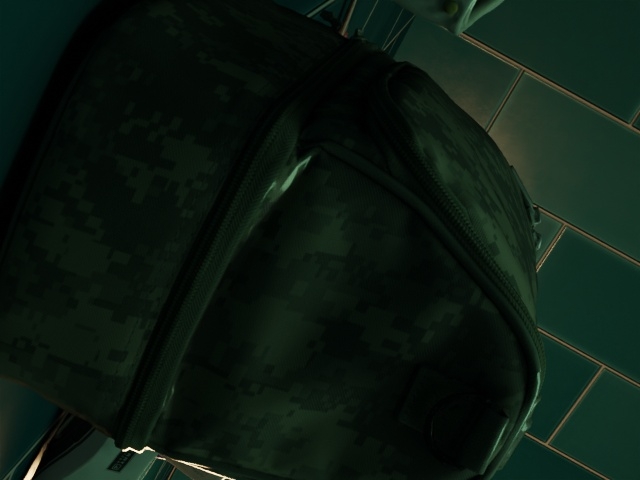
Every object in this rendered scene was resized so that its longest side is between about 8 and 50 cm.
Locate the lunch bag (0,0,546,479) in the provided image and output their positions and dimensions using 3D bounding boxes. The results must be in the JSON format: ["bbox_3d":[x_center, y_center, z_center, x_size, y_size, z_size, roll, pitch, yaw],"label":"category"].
[{"bbox_3d":[0.000,0.000,0.593,0.212,0.256,0.305,-61,179,17],"label":"lunch bag"}]

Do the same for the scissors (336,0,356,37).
[{"bbox_3d":[0.019,-0.238,1.327,0.109,0.021,0.297,-59,180,-12],"label":"scissors"}]

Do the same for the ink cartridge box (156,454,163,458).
[{"bbox_3d":[-0.086,0.260,1.414,0.330,0.324,0.071,-56,157,-74],"label":"ink cartridge box"}]

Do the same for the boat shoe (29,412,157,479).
[{"bbox_3d":[-0.191,0.176,0.923,0.219,0.078,0.070,-44,-138,14],"label":"boat shoe"}]

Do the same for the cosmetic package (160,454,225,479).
[{"bbox_3d":[-0.099,0.124,1.072,0.184,0.151,0.151,-43,-169,43],"label":"cosmetic package"}]

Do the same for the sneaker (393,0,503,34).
[{"bbox_3d":[0.095,-0.252,0.791,0.292,0.169,0.108,-61,178,-42],"label":"sneaker"}]
